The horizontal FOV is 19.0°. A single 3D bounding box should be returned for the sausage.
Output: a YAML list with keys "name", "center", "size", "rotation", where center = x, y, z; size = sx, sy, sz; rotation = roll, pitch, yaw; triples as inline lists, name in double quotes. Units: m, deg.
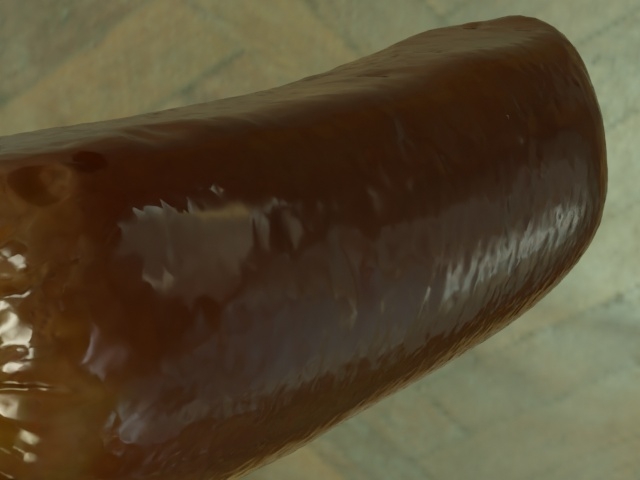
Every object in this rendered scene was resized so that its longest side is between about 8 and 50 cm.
- name: "sausage"
  center: [0.000, 0.000, 0.477]
  size: [0.083, 0.300, 0.089]
  rotation: [-10, 96, 35]
